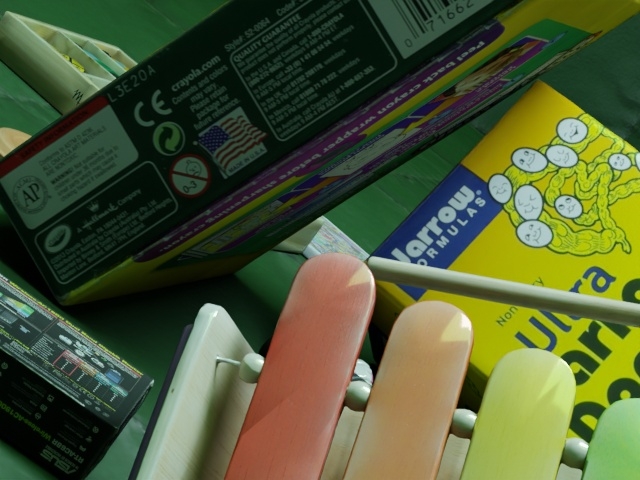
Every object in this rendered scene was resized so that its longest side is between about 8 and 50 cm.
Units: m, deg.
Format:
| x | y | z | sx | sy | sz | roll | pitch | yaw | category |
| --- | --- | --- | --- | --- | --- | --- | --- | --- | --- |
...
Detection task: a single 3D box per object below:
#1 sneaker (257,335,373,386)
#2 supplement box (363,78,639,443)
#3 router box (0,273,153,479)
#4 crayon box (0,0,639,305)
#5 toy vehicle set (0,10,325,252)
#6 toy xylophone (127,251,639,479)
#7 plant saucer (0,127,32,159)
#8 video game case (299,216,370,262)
| x | y | z | sx | sy | sz | roll | pitch | yaw | category |
| --- | --- | --- | --- | --- | --- | --- | --- | --- | --- |
| -0.006 | 0.092 | 1.111 | 0.075 | 0.063 | 0.170 | 33 | 7 | -10 | sneaker |
| 0.222 | 0.094 | 1.255 | 0.356 | 0.194 | 0.195 | 39 | -14 | 20 | supplement box |
| -0.148 | 0.060 | 0.900 | 0.122 | 0.038 | 0.092 | 35 | 13 | -1 | router box |
| 0.014 | -0.102 | 1.167 | 0.106 | 0.363 | 0.313 | 59 | 16 | 5 | crayon box |
| -0.135 | -0.087 | 1.507 | 0.267 | 0.035 | 0.166 | 40 | 13 | 23 | toy vehicle set |
| 0.079 | 0.103 | 0.838 | 0.323 | 0.236 | 0.081 | 7 | -29 | 7 | toy xylophone |
| -0.195 | -0.054 | 1.269 | 0.083 | 0.013 | 0.083 | 34 | 12 | -8 | plant saucer |
| 0.000 | 0.000 | 1.595 | 0.087 | 0.011 | 0.122 | 41 | 14 | 25 | video game case |
